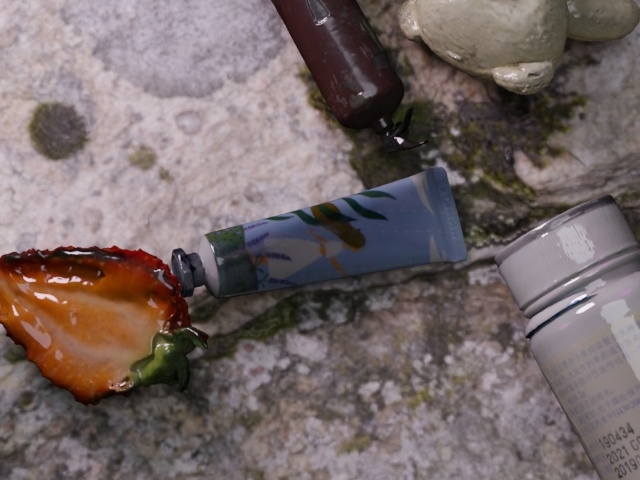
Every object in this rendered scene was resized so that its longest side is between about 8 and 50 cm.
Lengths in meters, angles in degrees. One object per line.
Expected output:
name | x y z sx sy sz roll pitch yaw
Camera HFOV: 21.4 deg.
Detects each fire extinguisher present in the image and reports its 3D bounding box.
fire extinguisher | 0.017 -0.189 1.559 0.072 0.089 0.268 -23 79 -30

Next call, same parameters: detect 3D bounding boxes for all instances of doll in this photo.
doll | 0.212 -0.267 1.590 0.175 0.149 0.278 30 58 30

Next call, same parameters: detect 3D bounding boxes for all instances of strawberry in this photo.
strawberry | -0.187 0.068 1.463 0.192 0.085 0.140 -8 91 11

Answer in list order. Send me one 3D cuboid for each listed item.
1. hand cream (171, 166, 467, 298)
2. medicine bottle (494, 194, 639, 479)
hand cream | 0.000 0.000 1.527 0.271 0.058 0.091 -12 80 -16
medicine bottle | 0.266 0.099 1.487 0.143 0.143 0.258 -25 81 -13
